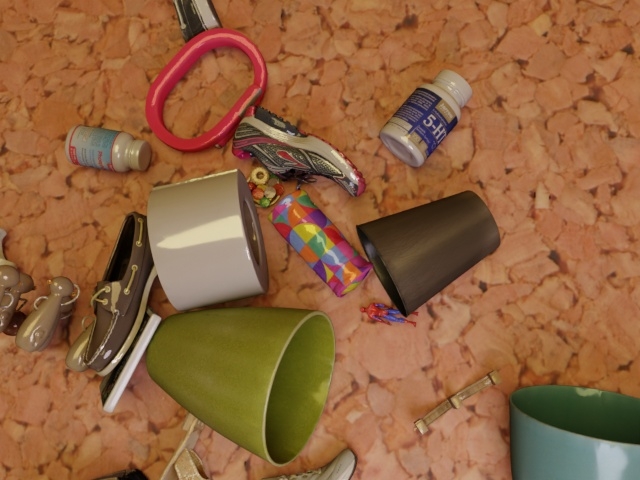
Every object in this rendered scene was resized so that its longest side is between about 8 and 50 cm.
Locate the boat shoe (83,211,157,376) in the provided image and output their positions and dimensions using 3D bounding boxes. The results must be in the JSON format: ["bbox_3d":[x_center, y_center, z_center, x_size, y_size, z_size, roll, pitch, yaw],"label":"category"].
[{"bbox_3d":[-0.388,0.097,1.227,0.117,0.097,0.324,-10,53,44],"label":"boat shoe"}]

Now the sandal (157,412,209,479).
[{"bbox_3d":[-0.243,0.428,1.201,0.079,0.088,0.239,17,75,14],"label":"sandal"}]

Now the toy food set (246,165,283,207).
[{"bbox_3d":[-0.120,-0.110,1.336,0.083,0.020,0.083,30,82,10],"label":"toy food set"}]

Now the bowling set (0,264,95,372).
[{"bbox_3d":[-0.568,0.128,1.249,0.200,0.287,0.154,13,70,41],"label":"bowling set"}]

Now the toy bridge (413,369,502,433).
[{"bbox_3d":[0.254,0.306,1.199,0.188,0.063,0.026,-32,78,-4],"label":"toy bridge"}]

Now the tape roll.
[{"bbox_3d":[-0.207,0.001,1.207,0.169,0.246,0.246,-13,78,2],"label":"tape roll"}]

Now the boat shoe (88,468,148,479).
[{"bbox_3d":[-0.495,0.523,1.165,0.341,0.158,0.127,-26,78,-1],"label":"boat shoe"}]

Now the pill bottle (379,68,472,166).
[{"bbox_3d":[0.219,-0.253,1.293,0.112,0.112,0.186,39,84,11],"label":"pill bottle"}]

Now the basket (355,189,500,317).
[{"bbox_3d":[0.214,0.007,1.225,0.227,0.154,0.204,-27,71,-5],"label":"basket"}]

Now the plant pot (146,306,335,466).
[{"bbox_3d":[-0.161,0.231,1.167,0.294,0.275,0.274,12,79,23],"label":"plant pot"}]

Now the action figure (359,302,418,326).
[{"bbox_3d":[0.135,0.147,1.260,0.115,0.030,0.038,11,74,12],"label":"action figure"}]

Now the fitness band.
[{"bbox_3d":[-0.245,-0.321,1.369,0.209,0.054,0.291,41,89,13],"label":"fitness band"}]

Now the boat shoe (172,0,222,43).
[{"bbox_3d":[-0.321,-0.586,1.407,0.105,0.113,0.306,-22,93,6],"label":"boat shoe"}]

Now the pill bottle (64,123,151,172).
[{"bbox_3d":[-0.449,-0.192,1.345,0.160,0.087,0.087,10,79,7],"label":"pill bottle"}]

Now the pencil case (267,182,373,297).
[{"bbox_3d":[0.000,0.000,1.266,0.104,0.104,0.236,-39,78,-4],"label":"pencil case"}]

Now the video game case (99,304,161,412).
[{"bbox_3d":[-0.368,0.219,1.218,0.022,0.173,0.190,29,81,-19],"label":"video game case"}]

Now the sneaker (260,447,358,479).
[{"bbox_3d":[-0.047,0.467,1.176,0.262,0.099,0.121,-42,74,-6],"label":"sneaker"}]

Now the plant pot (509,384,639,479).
[{"bbox_3d":[0.459,0.399,1.061,0.293,0.293,0.234,4,94,5],"label":"plant pot"}]

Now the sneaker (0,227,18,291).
[{"bbox_3d":[-0.699,0.109,1.288,0.152,0.114,0.304,-9,78,4],"label":"sneaker"}]

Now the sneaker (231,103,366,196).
[{"bbox_3d":[-0.041,-0.163,1.298,0.299,0.121,0.112,29,89,17],"label":"sneaker"}]
